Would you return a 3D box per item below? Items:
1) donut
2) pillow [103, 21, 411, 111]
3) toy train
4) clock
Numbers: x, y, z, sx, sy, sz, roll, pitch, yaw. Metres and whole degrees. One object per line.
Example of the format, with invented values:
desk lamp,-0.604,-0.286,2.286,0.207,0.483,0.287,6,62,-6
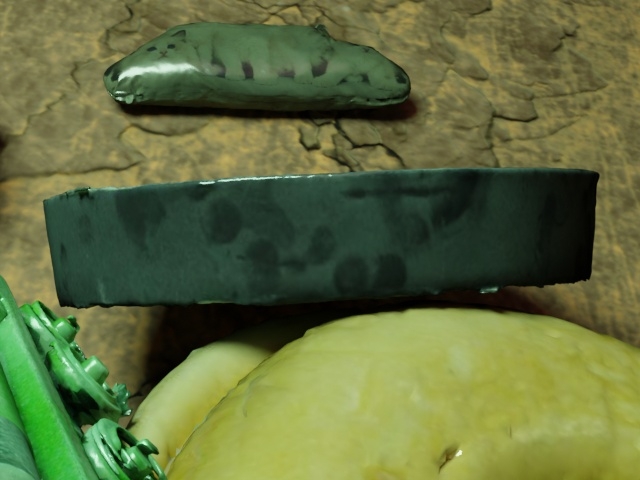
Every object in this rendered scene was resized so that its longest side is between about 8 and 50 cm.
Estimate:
donut,0.083,0.209,0.486,0.449,0.198,0.448,16,42,-15
pillow,-0.051,-0.143,0.931,0.241,0.051,0.093,-2,47,-9
toy train,-0.124,0.067,0.435,0.085,0.119,0.251,-41,30,-6
clock,0.001,-0.002,0.662,0.313,0.312,0.061,-3,90,-13
